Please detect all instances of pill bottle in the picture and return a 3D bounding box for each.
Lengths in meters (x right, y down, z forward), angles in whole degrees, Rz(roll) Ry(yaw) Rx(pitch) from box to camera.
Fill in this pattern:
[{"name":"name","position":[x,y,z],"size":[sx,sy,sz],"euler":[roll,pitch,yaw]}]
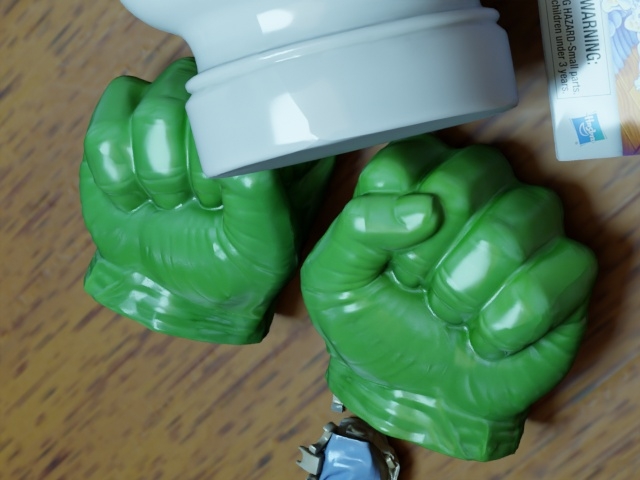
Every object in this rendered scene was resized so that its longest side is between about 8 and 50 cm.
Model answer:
[{"name":"pill bottle","position":[-0.019,-0.204,0.781],"size":[0.187,0.188,0.334],"euler":[-12,91,27]}]

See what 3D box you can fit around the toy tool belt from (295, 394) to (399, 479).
[{"name":"toy tool belt","position":[0.014,0.117,0.954],"size":[0.052,0.051,0.083],"euler":[12,109,21]}]

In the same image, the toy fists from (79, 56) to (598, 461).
[{"name":"toy fists","position":[0.000,0.000,0.904],"size":[0.279,0.096,0.142],"euler":[22,111,19]}]

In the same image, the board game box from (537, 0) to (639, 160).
[{"name":"board game box","position":[0.201,-0.217,0.760],"size":[0.233,0.078,0.347],"euler":[-3,103,25]}]
